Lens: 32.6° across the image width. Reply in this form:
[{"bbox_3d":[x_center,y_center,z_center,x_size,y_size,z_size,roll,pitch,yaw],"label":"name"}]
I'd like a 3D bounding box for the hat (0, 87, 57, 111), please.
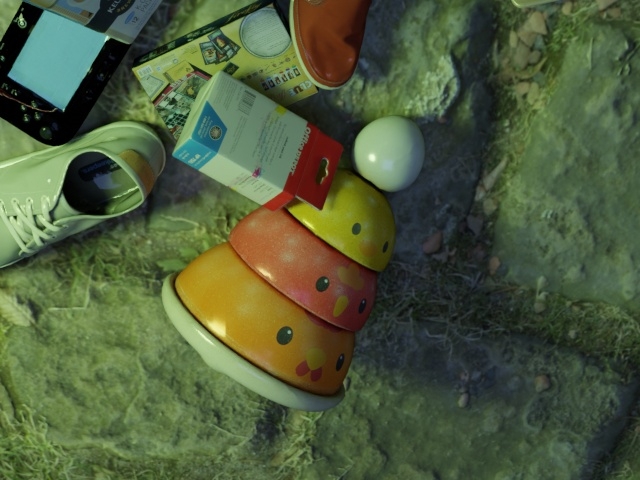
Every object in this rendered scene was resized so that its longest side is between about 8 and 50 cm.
[{"bbox_3d":[-0.549,-0.251,1.679,0.183,0.209,0.173,-6,160,-43],"label":"hat"}]

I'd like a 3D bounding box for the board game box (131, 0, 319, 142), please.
[{"bbox_3d":[-0.146,-0.256,1.701,0.243,0.042,0.165,-22,121,12],"label":"board game box"}]

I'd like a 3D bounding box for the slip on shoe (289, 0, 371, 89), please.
[{"bbox_3d":[0.029,-0.367,1.588,0.123,0.101,0.331,-7,125,-22],"label":"slip on shoe"}]

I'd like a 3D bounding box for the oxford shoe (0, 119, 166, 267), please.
[{"bbox_3d":[-0.456,-0.055,1.772,0.449,0.130,0.169,-23,122,14],"label":"oxford shoe"}]

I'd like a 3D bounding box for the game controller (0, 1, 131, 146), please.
[{"bbox_3d":[-0.388,-0.293,1.656,0.166,0.067,0.319,29,117,-19],"label":"game controller"}]

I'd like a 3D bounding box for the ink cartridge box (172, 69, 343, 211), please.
[{"bbox_3d":[-0.091,-0.138,1.664,0.231,0.134,0.078,30,151,-19],"label":"ink cartridge box"}]

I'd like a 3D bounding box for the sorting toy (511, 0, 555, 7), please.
[{"bbox_3d":[0.359,-0.459,1.594,0.193,0.038,0.208,-12,118,6],"label":"sorting toy"}]

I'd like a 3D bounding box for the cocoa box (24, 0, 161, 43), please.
[{"bbox_3d":[-0.274,-0.469,1.368,0.347,0.231,0.228,-51,156,14],"label":"cocoa box"}]

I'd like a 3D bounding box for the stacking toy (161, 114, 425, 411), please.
[{"bbox_3d":[0.000,0.000,1.759,0.350,0.350,0.480,30,101,-19],"label":"stacking toy"}]
